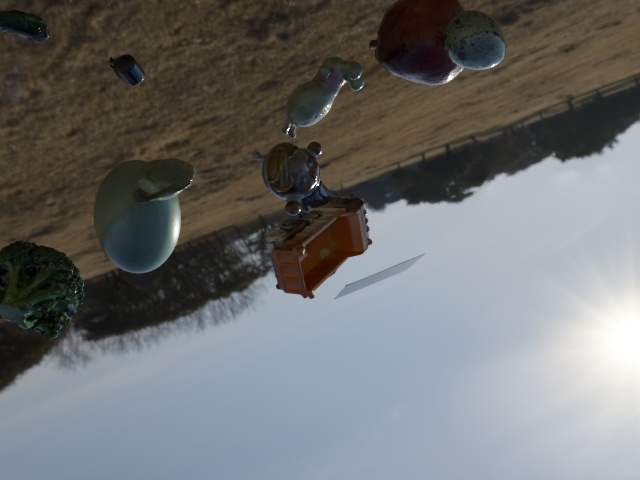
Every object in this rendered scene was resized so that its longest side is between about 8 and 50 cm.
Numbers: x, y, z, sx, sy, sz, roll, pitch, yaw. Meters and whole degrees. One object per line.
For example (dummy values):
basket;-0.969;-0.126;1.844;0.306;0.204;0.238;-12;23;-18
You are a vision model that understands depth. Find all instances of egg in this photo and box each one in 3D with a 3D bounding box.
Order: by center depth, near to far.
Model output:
egg;0.380;-0.487;1.408;0.172;0.132;0.132;24;163;-22
egg;-0.605;-0.076;1.900;0.276;0.388;0.276;6;-160;-2

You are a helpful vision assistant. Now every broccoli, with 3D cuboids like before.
broccoli;-0.547;0.094;1.093;0.196;0.195;0.156;-18;-146;25

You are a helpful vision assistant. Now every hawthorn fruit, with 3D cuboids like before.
hawthorn fruit;0.276;-0.581;1.647;0.307;0.265;0.265;14;-158;33

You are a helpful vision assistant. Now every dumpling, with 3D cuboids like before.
dumpling;-0.429;-0.156;1.587;0.108;0.153;0.219;110;4;-46

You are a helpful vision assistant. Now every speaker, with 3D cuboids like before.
speaker;-0.530;-0.459;1.546;0.095;0.060;0.075;1;158;14

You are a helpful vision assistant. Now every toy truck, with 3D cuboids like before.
toy truck;0.000;0.000;1.089;0.135;0.114;0.270;3;-154;30

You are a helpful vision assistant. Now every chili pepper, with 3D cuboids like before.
chili pepper;-1.011;-0.707;1.889;0.216;0.062;0.108;4;154;-44

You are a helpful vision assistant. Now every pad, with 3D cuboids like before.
pad;0.156;0.100;1.553;0.243;0.004;0.163;-20;166;-17

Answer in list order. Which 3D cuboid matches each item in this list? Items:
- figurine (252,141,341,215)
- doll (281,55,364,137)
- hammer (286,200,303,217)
figurine;-0.040;-0.154;1.450;0.133;0.193;0.274;5;180;37
doll;-0.008;-0.402;1.576;0.275;0.113;0.155;-38;168;11
hammer;-0.071;-0.097;1.733;0.021;0.178;0.065;0;-131;45
